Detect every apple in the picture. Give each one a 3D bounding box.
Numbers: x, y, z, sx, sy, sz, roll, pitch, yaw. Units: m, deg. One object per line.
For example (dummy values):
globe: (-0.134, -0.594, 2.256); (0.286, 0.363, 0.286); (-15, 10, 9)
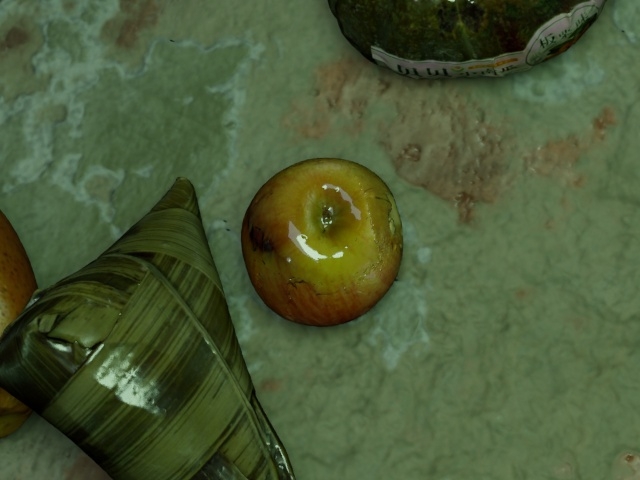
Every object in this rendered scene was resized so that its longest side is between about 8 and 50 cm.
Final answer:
apple: (0.000, 0.000, 1.237); (0.146, 0.146, 0.146); (-3, 75, 13)

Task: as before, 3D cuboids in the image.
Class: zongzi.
zongzi: (-0.100, 0.102, 1.252); (0.286, 0.288, 0.134); (48, 128, -10)

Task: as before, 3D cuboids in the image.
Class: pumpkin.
pumpkin: (0.123, -0.265, 1.244); (0.260, 0.189, 0.260); (-4, 73, 13)

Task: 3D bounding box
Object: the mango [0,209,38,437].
mango: (-0.367, 0.036, 1.301); (0.199, 0.201, 0.350); (-16, 59, -29)
